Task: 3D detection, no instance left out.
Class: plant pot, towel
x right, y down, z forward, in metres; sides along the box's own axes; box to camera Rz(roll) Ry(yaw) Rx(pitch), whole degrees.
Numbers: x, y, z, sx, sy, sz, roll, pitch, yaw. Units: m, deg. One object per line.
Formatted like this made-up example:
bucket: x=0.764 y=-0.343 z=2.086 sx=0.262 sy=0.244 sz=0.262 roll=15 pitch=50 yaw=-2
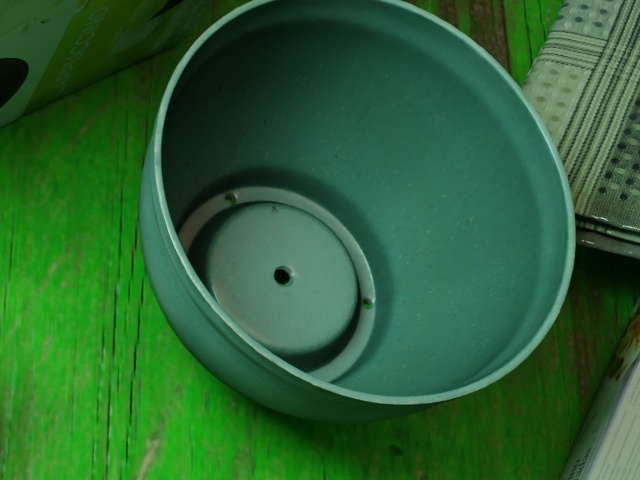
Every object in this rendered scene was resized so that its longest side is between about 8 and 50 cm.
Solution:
plant pot: x=0.000 y=0.000 z=1.046 sx=0.293 sy=0.196 sz=0.293 roll=9 pitch=65 yaw=-20
towel: x=0.315 y=-0.097 z=1.244 sx=0.312 sy=0.056 sz=0.324 roll=18 pitch=53 yaw=15

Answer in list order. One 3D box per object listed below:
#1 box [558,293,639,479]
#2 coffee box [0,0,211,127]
box: x=0.245 y=0.141 z=1.167 sx=0.067 sy=0.063 sz=0.324 roll=33 pitch=58 yaw=-5
coffee box: x=-0.257 y=-0.279 z=0.979 sx=0.334 sy=0.337 sz=0.338 roll=-31 pitch=82 yaw=-30
